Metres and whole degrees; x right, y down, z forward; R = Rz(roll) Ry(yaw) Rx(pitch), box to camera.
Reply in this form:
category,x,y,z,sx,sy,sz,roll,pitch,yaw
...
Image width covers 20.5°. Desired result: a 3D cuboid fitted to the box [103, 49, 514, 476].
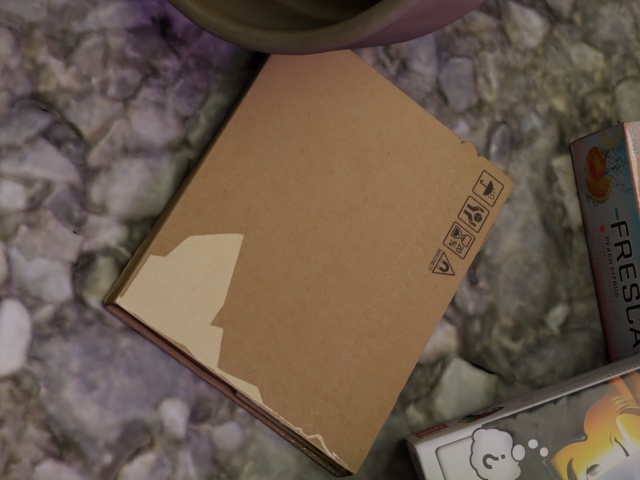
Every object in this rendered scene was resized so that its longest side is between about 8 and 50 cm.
category,x,y,z,sx,sy,sz,roll,pitch,yaw
box,0.000,0.000,0.959,0.164,0.021,0.201,37,67,-16

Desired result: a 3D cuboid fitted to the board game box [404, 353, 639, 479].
category,x,y,z,sx,sy,sz,roll,pitch,yaw
board game box,0.186,0.220,0.954,0.193,0.053,0.305,-19,89,-4

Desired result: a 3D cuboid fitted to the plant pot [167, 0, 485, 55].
category,x,y,z,sx,sy,sz,roll,pitch,yaw
plant pot,0.078,-0.259,0.912,0.280,0.323,0.323,-6,83,-44

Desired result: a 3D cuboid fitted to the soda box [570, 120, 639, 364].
category,x,y,z,sx,sy,sz,roll,pitch,yaw
soda box,0.201,0.022,1.034,0.063,0.058,0.183,-7,84,-27
